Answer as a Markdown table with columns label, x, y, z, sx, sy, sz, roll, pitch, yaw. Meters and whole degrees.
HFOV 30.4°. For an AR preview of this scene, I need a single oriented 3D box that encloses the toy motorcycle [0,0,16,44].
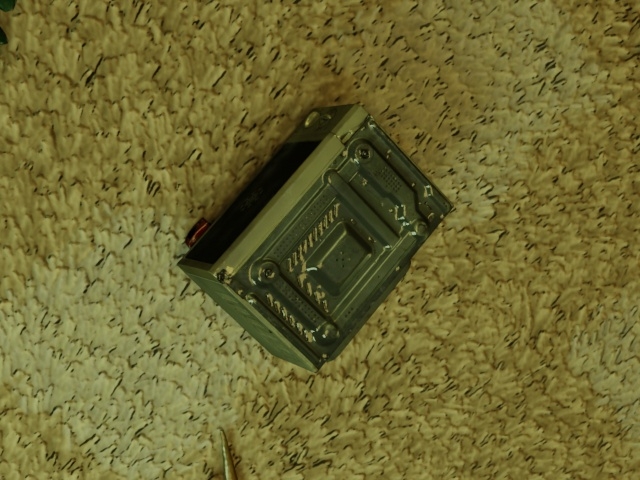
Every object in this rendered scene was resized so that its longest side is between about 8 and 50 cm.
| label | x | y | z | sx | sy | sz | roll | pitch | yaw |
| --- | --- | --- | --- | --- | --- | --- | --- | --- | --- |
| toy motorcycle | -0.407 | -0.276 | 1.133 | 0.275 | 0.125 | 0.187 | 32 | 101 | -20 |

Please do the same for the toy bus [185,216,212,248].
| label | x | y | z | sx | sy | sz | roll | pitch | yaw |
| --- | --- | --- | --- | --- | --- | --- | --- | --- | --- |
| toy bus | -0.106 | 0.024 | 1.335 | 0.043 | 0.031 | 0.110 | -44 | 110 | -1 |

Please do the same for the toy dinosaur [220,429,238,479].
| label | x | y | z | sx | sy | sz | roll | pitch | yaw |
| --- | --- | --- | --- | --- | --- | --- | --- | --- | --- |
| toy dinosaur | -0.094 | 0.316 | 1.404 | 0.126 | 0.039 | 0.162 | 22 | 90 | -30 |

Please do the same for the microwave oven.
| label | x | y | z | sx | sy | sz | roll | pitch | yaw |
| --- | --- | --- | --- | --- | --- | --- | --- | --- | --- |
| microwave oven | 0.000 | 0.000 | 1.282 | 0.194 | 0.145 | 0.240 | 45 | 76 | -17 |
